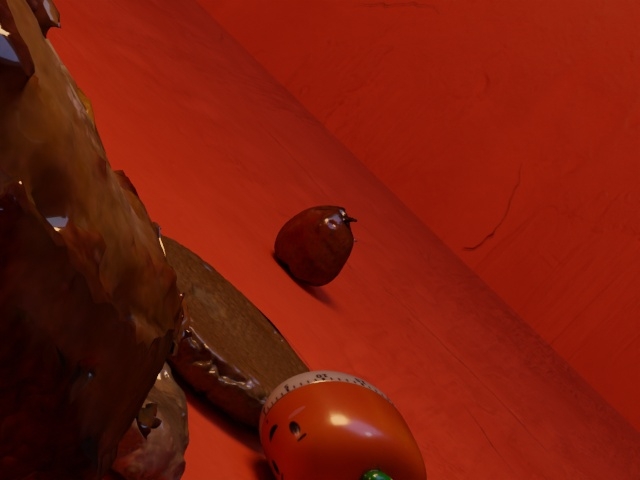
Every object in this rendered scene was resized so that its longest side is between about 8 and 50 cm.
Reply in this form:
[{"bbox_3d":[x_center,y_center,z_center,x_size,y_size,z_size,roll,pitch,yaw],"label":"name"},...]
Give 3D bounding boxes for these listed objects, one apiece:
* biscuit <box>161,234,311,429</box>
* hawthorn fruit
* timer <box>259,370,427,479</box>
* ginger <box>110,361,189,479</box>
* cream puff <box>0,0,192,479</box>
[{"bbox_3d":[-0.085,0.071,1.283,0.226,0.042,0.226,43,11,-10],"label":"biscuit"},{"bbox_3d":[0.000,0.000,1.805,0.081,0.093,0.081,43,9,-9],"label":"hawthorn fruit"},{"bbox_3d":[0.019,0.160,1.171,0.136,0.099,0.136,33,23,-16],"label":"timer"},{"bbox_3d":[-0.109,0.105,1.024,0.069,0.051,0.173,47,3,-15],"label":"ginger"},{"bbox_3d":[-0.202,-0.032,0.664,0.350,0.228,0.350,61,-4,8],"label":"cream puff"}]
